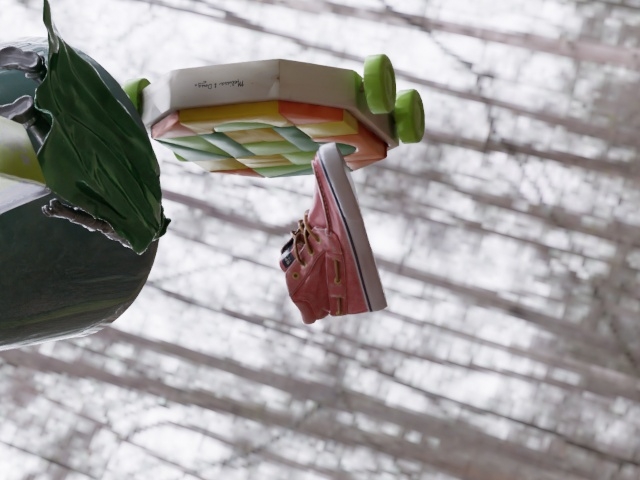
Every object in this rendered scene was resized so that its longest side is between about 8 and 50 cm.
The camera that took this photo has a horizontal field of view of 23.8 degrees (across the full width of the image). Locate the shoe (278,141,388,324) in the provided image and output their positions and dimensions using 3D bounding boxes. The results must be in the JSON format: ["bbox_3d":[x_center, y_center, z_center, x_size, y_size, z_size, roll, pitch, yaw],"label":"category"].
[{"bbox_3d":[0.000,0.000,1.295,0.063,0.081,0.178,-102,-5,-50],"label":"shoe"}]

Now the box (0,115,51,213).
[{"bbox_3d":[-0.199,-0.027,0.735,0.178,0.109,0.042,141,109,-89],"label":"box"}]

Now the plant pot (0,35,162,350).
[{"bbox_3d":[-0.329,-0.030,1.365,0.235,0.293,0.293,-17,-61,-55],"label":"plant pot"}]

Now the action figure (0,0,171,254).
[{"bbox_3d":[-0.164,-0.055,1.103,0.232,0.063,0.137,55,-145,-57],"label":"action figure"}]

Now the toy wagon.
[{"bbox_3d":[-0.031,-0.115,1.546,0.344,0.267,0.068,31,-123,-69],"label":"toy wagon"}]
